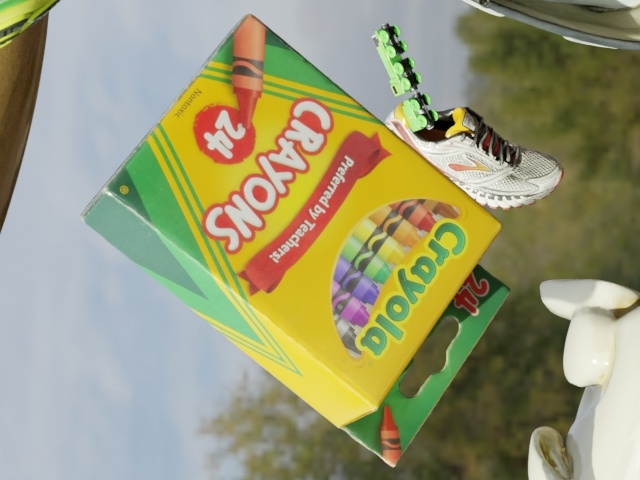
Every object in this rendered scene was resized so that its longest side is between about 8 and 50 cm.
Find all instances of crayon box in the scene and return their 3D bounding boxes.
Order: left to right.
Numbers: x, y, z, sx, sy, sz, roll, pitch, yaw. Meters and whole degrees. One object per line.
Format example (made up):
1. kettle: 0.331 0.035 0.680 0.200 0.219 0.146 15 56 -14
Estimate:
1. crayon box: 0.000 0.000 1.466 0.202 0.318 0.081 -54 7 -27

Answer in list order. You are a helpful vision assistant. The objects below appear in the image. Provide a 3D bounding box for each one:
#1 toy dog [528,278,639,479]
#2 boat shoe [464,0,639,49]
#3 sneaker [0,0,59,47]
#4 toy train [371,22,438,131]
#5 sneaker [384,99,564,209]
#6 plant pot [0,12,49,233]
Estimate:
1. toy dog: 0.375 0.269 1.988 0.395 0.285 0.408 172 113 -69
2. boat shoe: 0.126 -0.211 1.280 0.114 0.302 0.091 -55 34 42
3. sneaker: -0.225 -0.236 1.395 0.295 0.123 0.109 -50 13 -29
4. toy train: 0.060 -0.118 1.350 0.024 0.017 0.083 -17 99 55
5. sneaker: 0.180 -0.105 2.223 0.088 0.225 0.092 -77 1 -46
6. plant pot: -0.374 -0.164 1.850 0.254 0.237 0.237 -64 -5 4
